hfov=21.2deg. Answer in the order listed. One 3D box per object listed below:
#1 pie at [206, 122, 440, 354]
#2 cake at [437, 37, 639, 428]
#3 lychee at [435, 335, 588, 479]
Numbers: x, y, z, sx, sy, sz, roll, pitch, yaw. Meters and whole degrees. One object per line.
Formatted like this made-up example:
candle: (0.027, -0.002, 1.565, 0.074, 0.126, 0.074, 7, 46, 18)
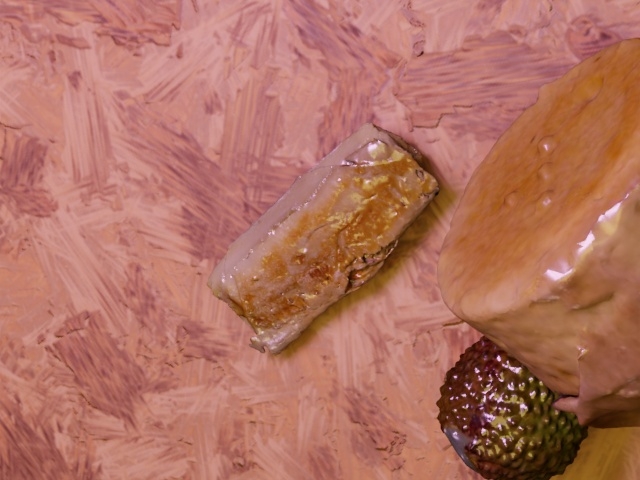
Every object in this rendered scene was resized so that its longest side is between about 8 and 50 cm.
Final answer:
pie: (0.000, 0.000, 1.781, 0.128, 0.068, 0.282, 43, 110, -5)
cake: (0.319, 0.023, 1.579, 0.321, 0.332, 0.332, 37, 110, -17)
lychee: (0.201, 0.160, 1.705, 0.171, 0.171, 0.171, 3, 100, 17)
